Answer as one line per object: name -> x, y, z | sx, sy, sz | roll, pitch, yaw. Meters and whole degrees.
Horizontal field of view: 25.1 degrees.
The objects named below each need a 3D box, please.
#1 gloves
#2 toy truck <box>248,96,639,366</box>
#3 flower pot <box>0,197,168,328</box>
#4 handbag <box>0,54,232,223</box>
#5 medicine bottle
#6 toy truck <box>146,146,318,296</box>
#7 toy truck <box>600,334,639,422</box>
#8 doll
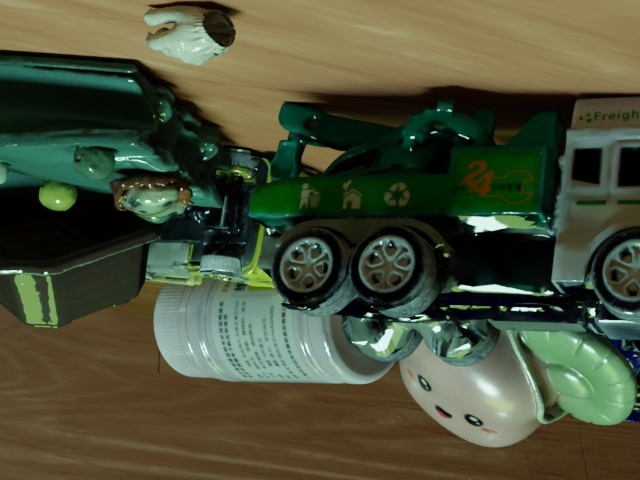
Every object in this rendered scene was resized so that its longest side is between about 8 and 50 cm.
gloves -> -0.082, -0.130, 0.894 | 0.081, 0.037, 0.044 | 5, 137, 56
toy truck -> 0.115, -0.009, 1.015 | 0.363, 0.178, 0.176 | 3, 163, 26
flower pot -> -0.257, 0.002, 1.329 | 0.179, 0.084, 0.251 | -21, -149, -32
handbag -> -0.233, -0.073, 1.178 | 0.274, 0.100, 0.269 | 7, 171, 10
medicine bottle -> -0.045, 0.083, 1.489 | 0.250, 0.133, 0.133 | -5, 165, 43
toy truck -> -0.113, -0.010, 1.406 | 0.272, 0.124, 0.157 | 0, 168, 42
toy truck -> 0.357, 0.090, 1.524 | 0.124, 0.155, 0.268 | 8, 151, -2
doll -> 0.180, 0.078, 1.372 | 0.284, 0.216, 0.268 | 36, 161, 15
